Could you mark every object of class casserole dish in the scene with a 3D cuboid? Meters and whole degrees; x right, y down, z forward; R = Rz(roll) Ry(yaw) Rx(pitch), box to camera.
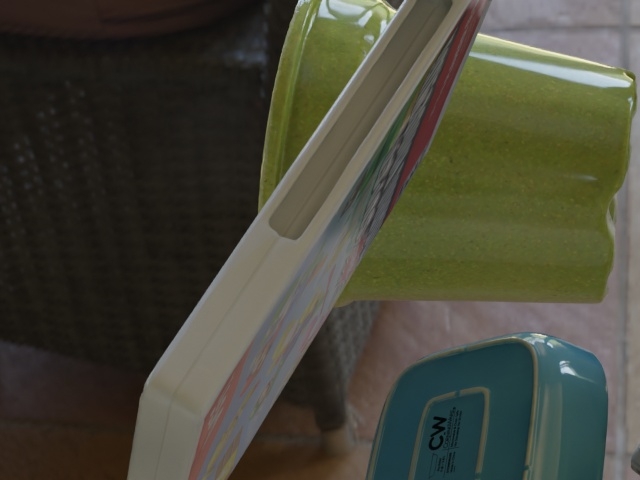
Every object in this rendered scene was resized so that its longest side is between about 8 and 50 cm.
[{"bbox_3d":[0.062,0.111,0.620,0.114,0.037,0.188,-18,42,36],"label":"casserole dish"}]

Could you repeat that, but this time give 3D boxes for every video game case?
[{"bbox_3d":[0.000,0.000,0.627,0.025,0.204,0.285,29,59,6],"label":"video game case"}]

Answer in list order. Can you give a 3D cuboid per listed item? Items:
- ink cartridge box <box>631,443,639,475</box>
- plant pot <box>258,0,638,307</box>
[{"bbox_3d":[0.287,0.019,0.598,0.186,0.065,0.311,38,103,42],"label":"ink cartridge box"},{"bbox_3d":[0.108,-0.056,1.129,0.254,0.276,0.276,9,46,9],"label":"plant pot"}]
